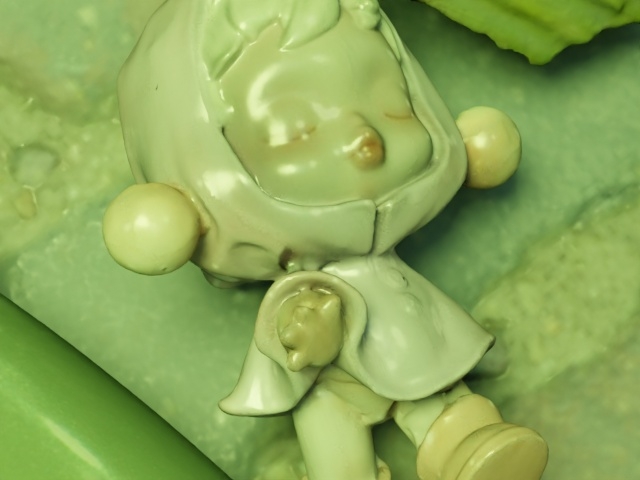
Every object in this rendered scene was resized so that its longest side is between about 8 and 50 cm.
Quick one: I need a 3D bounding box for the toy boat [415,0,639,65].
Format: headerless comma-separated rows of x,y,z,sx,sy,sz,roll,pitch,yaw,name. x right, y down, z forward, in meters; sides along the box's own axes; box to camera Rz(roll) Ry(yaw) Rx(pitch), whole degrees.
0.038,-0.166,0.547,0.084,0.276,0.111,-44,39,23,toy boat

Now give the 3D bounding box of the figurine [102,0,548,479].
0.000,-0.001,0.547,0.200,0.133,0.276,-14,79,-28,figurine

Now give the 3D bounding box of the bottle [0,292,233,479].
-0.167,0.087,0.511,0.347,0.168,0.168,42,81,9,bottle
